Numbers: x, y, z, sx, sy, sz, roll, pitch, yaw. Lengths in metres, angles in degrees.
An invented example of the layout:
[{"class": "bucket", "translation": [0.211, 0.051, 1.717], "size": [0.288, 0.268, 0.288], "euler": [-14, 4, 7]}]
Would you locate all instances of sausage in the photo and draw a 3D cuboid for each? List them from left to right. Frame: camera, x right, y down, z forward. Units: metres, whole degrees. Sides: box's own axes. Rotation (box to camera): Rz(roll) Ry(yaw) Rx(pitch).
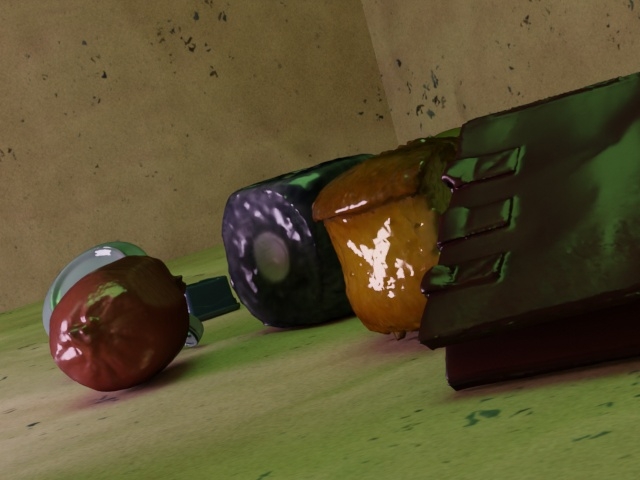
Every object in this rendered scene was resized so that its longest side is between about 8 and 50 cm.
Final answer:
[{"class": "sausage", "translation": [-0.221, 0.095, 1.724], "size": [0.148, 0.148, 0.254], "euler": [-14, -1, 8]}]

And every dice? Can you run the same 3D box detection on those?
[{"class": "dice", "translation": [0.000, 0.000, 1.889], "size": [0.183, 0.182, 0.181], "euler": [-21, 8, -41]}]

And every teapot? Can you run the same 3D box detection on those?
[{"class": "teapot", "translation": [-0.254, 0.096, 1.952], "size": [0.232, 0.159, 0.159], "euler": [3, 13, 32]}]

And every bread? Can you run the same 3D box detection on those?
[{"class": "bread", "translation": [0.105, -0.003, 1.553], "size": [0.179, 0.194, 0.340], "euler": [-19, 0, 24]}]

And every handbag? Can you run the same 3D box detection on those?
[{"class": "handbag", "translation": [0.216, -0.022, 1.186], "size": [0.275, 0.084, 0.260], "euler": [-17, 41, 28]}]

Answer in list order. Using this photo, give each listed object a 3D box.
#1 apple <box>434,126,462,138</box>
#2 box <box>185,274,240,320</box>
[{"class": "apple", "translation": [0.206, -0.062, 2.002], "size": [0.200, 0.200, 0.200], "euler": [-15, 4, 1]}, {"class": "box", "translation": [-0.176, 0.088, 2.257], "size": [0.099, 0.054, 0.074], "euler": [-17, 6, -36]}]
